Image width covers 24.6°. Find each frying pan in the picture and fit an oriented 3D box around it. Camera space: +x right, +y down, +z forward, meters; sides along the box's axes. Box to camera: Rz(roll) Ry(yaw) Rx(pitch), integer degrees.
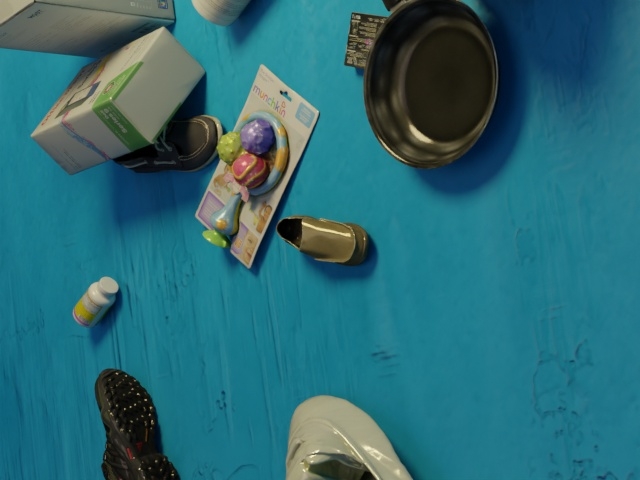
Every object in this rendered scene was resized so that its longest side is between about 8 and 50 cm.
[{"bbox_3d":[0.093,-0.220,1.698,0.326,0.053,0.197,49,122,33],"label":"frying pan"}]

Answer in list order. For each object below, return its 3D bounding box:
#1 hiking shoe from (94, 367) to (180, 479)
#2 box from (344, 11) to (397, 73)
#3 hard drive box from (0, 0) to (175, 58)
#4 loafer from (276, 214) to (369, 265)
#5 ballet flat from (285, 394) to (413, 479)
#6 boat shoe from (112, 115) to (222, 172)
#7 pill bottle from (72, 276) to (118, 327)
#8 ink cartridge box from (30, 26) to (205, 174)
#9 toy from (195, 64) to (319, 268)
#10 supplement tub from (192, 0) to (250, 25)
[{"bbox_3d":[-0.285,0.296,2.103,0.114,0.086,0.227,-42,61,36],"label":"hiking shoe"},{"bbox_3d":[0.066,-0.237,1.765,0.083,0.018,0.067,17,102,47],"label":"box"},{"bbox_3d":[-0.353,-0.333,2.076,0.181,0.232,0.089,-19,76,46],"label":"hard drive box"},{"bbox_3d":[0.000,0.000,1.813,0.148,0.050,0.056,10,97,48],"label":"loafer"},{"bbox_3d":[0.040,0.300,1.678,0.400,0.139,0.139,46,122,46],"label":"ballet flat"},{"bbox_3d":[-0.216,-0.130,2.044,0.206,0.065,0.075,-10,83,48],"label":"boat shoe"},{"bbox_3d":[-0.333,0.091,2.190,0.083,0.043,0.043,-48,56,36],"label":"pill bottle"},{"bbox_3d":[-0.285,-0.191,2.049,0.212,0.093,0.154,-17,35,49],"label":"ink cartridge box"},{"bbox_3d":[-0.100,-0.097,1.923,0.137,0.056,0.237,43,120,38],"label":"toy"},{"bbox_3d":[-0.115,-0.342,1.930,0.107,0.071,0.071,-47,57,36],"label":"supplement tub"}]
